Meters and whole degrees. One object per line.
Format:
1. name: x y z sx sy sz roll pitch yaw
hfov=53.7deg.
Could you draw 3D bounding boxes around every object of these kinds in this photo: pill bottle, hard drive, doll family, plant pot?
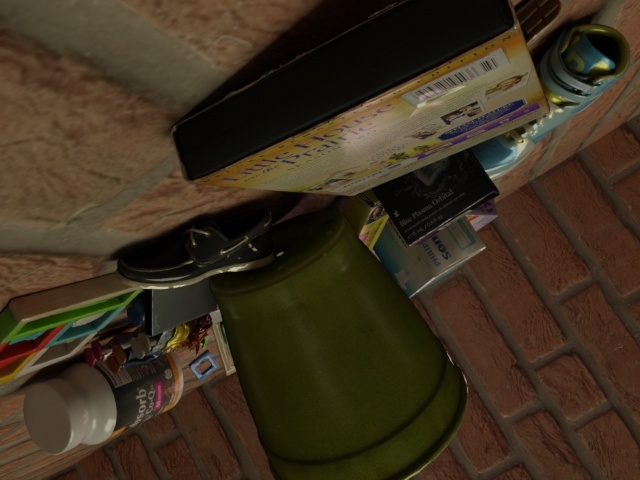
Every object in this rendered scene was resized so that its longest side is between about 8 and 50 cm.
1. pill bottle: -0.415 0.300 1.232 0.162 0.162 0.278 -36 169 28
2. hard drive: -0.221 0.088 1.012 0.135 0.022 0.094 -20 124 -47
3. doll family: -0.285 0.176 1.120 0.263 0.118 0.163 -38 168 35
4. plant pot: 0.002 0.156 1.024 0.366 0.353 0.366 -24 -160 9

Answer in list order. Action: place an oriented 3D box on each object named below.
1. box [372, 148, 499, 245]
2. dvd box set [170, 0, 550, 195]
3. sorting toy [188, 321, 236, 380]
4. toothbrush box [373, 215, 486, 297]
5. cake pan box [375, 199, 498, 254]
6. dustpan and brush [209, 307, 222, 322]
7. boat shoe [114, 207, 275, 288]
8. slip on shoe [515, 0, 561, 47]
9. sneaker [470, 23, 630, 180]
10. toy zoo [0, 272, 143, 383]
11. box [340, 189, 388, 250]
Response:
1. box: 0.169 -0.097 0.994 0.156 0.158 0.093 -35 170 19
2. dvd box set: 0.082 -0.133 0.693 0.308 0.062 0.420 -22 174 23
3. sorting toy: -0.179 0.242 1.633 0.348 0.196 0.047 -25 -149 -27
4. toothbrush box: 0.197 -0.014 1.322 0.126 0.216 0.295 -30 169 -9
5. cake pan box: 0.299 -0.037 1.706 0.246 0.070 0.267 2 154 -28
6. dustpan and brush: -0.179 0.123 1.390 0.211 0.060 0.147 -18 166 -27
7. boat shoe: -0.163 0.006 0.844 0.233 0.084 0.079 -14 124 -38
8. slip on shoe: 0.229 -0.248 0.771 0.135 0.051 0.041 -40 180 14
9. sneaker: 0.338 -0.223 0.990 0.319 0.127 0.208 -40 172 -2
10. toy zoo: -0.391 0.138 0.883 0.293 0.030 0.192 -38 168 33
11. box: 0.072 -0.023 1.185 0.087 0.058 0.232 -28 155 -38
